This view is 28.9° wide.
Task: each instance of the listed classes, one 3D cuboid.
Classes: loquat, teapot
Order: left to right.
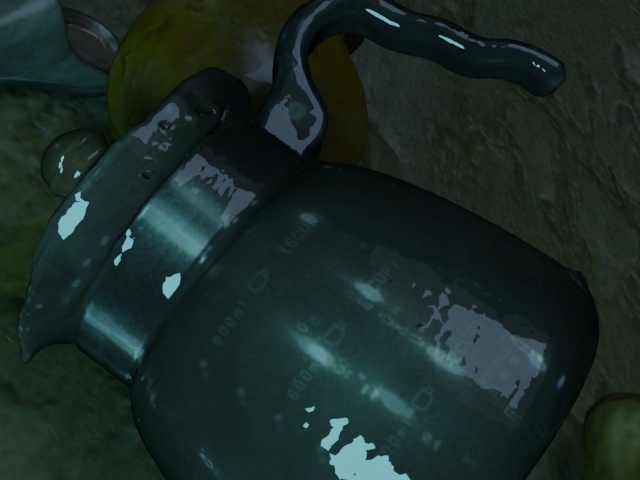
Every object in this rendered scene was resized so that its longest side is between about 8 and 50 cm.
[{"bbox_3d":[-0.046,-0.091,0.808,0.172,0.149,0.204,45,60,5],"label":"loquat"},{"bbox_3d":[-0.006,0.007,0.631,0.285,0.305,0.223,37,12,3],"label":"teapot"}]

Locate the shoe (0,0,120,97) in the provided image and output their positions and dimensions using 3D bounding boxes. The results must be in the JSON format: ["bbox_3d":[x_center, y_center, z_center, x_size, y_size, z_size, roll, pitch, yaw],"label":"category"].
[{"bbox_3d":[-0.194,-0.141,0.784,0.195,0.078,0.079,7,47,-50],"label":"shoe"}]

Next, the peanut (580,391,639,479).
[{"bbox_3d":[0.274,0.204,0.845,0.122,0.137,0.253,22,37,-53],"label":"peanut"}]
